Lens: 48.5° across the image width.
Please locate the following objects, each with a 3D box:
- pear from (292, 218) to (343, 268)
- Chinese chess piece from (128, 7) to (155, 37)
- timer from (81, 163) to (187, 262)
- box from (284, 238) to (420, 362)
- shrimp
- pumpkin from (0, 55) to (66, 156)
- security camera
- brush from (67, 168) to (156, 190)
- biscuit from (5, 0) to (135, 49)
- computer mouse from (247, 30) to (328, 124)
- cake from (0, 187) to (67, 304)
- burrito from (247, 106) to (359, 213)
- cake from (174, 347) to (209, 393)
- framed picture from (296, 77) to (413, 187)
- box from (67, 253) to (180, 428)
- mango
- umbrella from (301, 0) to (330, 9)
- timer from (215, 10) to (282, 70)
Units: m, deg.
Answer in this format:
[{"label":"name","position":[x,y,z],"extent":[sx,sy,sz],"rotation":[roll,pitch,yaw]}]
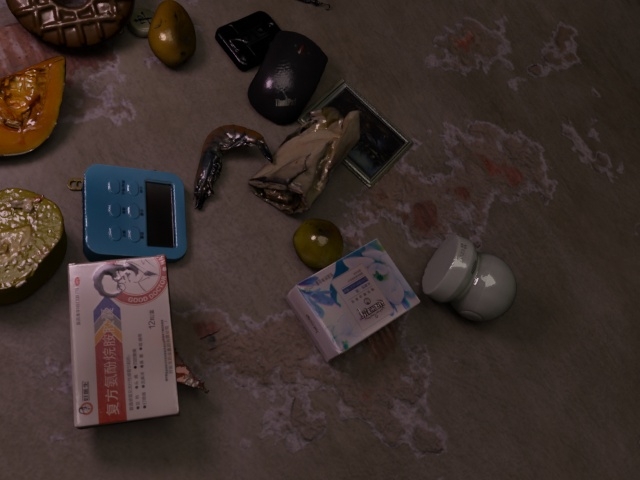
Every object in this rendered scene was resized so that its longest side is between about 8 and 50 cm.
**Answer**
[{"label":"pear","position":[0.000,0.000,1.844],"extent":[0.141,0.104,0.141],"rotation":[8,61,-15]},{"label":"Chinese chess piece","position":[-0.492,-0.604,1.972],"extent":[0.084,0.034,0.084],"rotation":[7,66,-15]},{"label":"timer","position":[-0.447,-0.064,1.725],"extent":[0.250,0.091,0.231],"rotation":[0,73,-23]},{"label":"box","position":[0.081,0.150,1.806],"extent":[0.274,0.116,0.203],"rotation":[-28,80,-27]},{"label":"shrimp","position":[-0.229,-0.188,1.847],"extent":[0.198,0.051,0.262],"rotation":[9,65,14]},{"label":"pumpkin","position":[-0.739,-0.315,1.734],"extent":[0.312,0.148,0.169],"rotation":[-33,120,-20]},{"label":"security camera","position":[0.414,0.112,1.902],"extent":[0.236,0.194,0.194],"rotation":[26,62,-10]},{"label":"brush","position":[-0.520,-0.142,1.781],"extent":[0.218,0.010,0.082],"rotation":[0,69,-19]},{"label":"biscuit","position":[-0.647,-0.657,1.831],"extent":[0.332,0.103,0.332],"rotation":[-3,100,-17]},{"label":"computer mouse","position":[-0.089,-0.465,1.998],"extent":[0.170,0.100,0.269],"rotation":[29,70,-16]},{"label":"cake","position":[-0.684,0.020,1.581],"extent":[0.179,0.156,0.260],"rotation":[26,64,0]},{"label":"burrito","position":[-0.022,-0.221,1.914],"extent":[0.332,0.190,0.135],"rotation":[-52,126,-26]},{"label":"cake","position":[-0.368,0.256,1.616],"extent":[0.287,0.098,0.135],"rotation":[32,62,-4]},{"label":"framed picture","position":[0.106,-0.321,2.069],"extent":[0.296,0.019,0.232],"rotation":[42,61,2]},{"label":"box","position":[-0.426,0.214,1.538],"extent":[0.214,0.069,0.353],"rotation":[-5,72,-9]},{"label":"mango","position":[-0.404,-0.571,1.940],"extent":[0.137,0.098,0.195],"rotation":[7,72,-45]},{"label":"umbrella","position":[-0.040,-0.743,2.196],"extent":[0.149,0.022,0.022],"rotation":[13,27,-13]},{"label":"timer","position":[-0.195,-0.585,2.056],"extent":[0.187,0.055,0.144],"rotation":[-34,82,-28]}]
